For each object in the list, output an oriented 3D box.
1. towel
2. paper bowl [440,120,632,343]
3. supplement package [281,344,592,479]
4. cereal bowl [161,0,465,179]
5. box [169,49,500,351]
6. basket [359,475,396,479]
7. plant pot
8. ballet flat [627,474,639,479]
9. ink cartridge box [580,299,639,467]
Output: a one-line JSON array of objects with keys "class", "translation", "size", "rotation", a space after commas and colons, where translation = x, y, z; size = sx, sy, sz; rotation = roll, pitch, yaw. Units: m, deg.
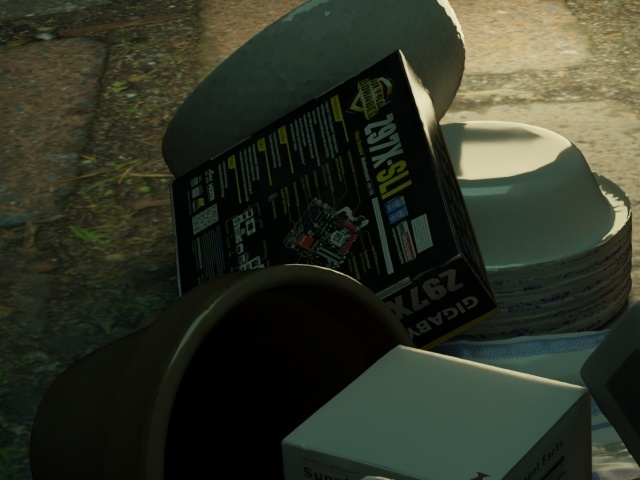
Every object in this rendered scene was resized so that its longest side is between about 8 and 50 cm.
[{"class": "towel", "translation": [0.175, 0.150, 1.417], "size": [0.209, 0.034, 0.285], "rotation": [-5, 24, 0]}, {"class": "paper bowl", "translation": [0.152, -0.017, 1.661], "size": [0.284, 0.148, 0.284], "rotation": [-3, 23, 1]}, {"class": "supplement package", "translation": [0.076, 0.207, 1.044], "size": [0.139, 0.244, 0.134], "rotation": [12, 29, 31]}, {"class": "cereal bowl", "translation": [0.015, -0.119, 1.787], "size": [0.339, 0.339, 0.141], "rotation": [-25, 74, -38]}, {"class": "box", "translation": [0.000, 0.000, 1.523], "size": [0.257, 0.079, 0.322], "rotation": [-28, 35, 12]}, {"class": "basket", "translation": [0.106, 0.315, 0.697], "size": [0.328, 0.331, 0.266], "rotation": [9, 29, 28]}, {"class": "plant pot", "translation": [-0.084, 0.148, 1.245], "size": [0.263, 0.263, 0.229], "rotation": [-26, 15, -40]}, {"class": "ballet flat", "translation": [0.292, 0.189, 1.232], "size": [0.280, 0.095, 0.096], "rotation": [-16, 1, 2]}, {"class": "ink cartridge box", "translation": [0.384, 0.127, 1.017], "size": [0.385, 0.091, 0.308], "rotation": [-16, 62, -32]}]
